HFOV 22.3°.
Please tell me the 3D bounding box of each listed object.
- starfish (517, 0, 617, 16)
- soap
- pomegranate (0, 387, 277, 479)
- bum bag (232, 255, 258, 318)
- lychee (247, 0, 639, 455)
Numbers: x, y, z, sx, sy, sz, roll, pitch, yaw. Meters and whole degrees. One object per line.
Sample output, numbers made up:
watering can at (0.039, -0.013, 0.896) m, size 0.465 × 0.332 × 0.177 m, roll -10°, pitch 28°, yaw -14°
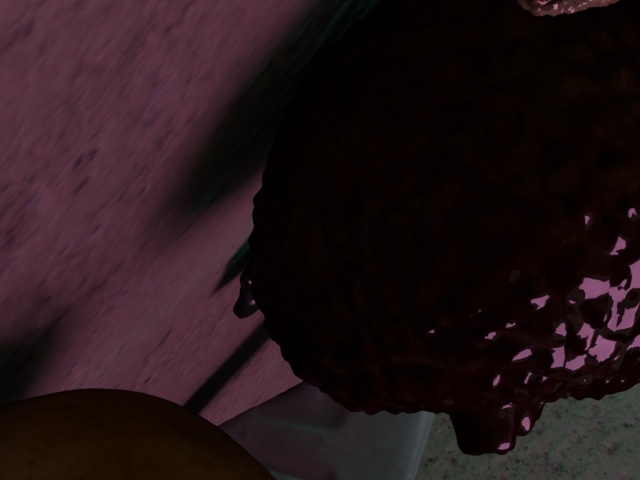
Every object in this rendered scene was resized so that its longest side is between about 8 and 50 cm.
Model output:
starfish at (0.166, -0.193, 0.694) m, size 0.231 × 0.048 × 0.295 m, roll -16°, pitch 121°, yaw -37°
soap at (-0.035, 0.168, 1.457) m, size 0.159 × 0.258 × 0.302 m, roll 83°, pitch 26°, yaw -76°
pomegranate at (-0.114, 0.204, 0.764) m, size 0.264 × 0.264 × 0.264 m, roll -47°, pitch 173°, yaw -8°
bum bag at (0.000, 0.000, 1.135) m, size 0.198 × 0.049 × 0.087 m, roll -36°, pitch 161°, yaw -56°
lychee at (0.088, -0.020, 0.832) m, size 0.260 × 0.260 × 0.260 m, roll -47°, pitch 173°, yaw -8°
